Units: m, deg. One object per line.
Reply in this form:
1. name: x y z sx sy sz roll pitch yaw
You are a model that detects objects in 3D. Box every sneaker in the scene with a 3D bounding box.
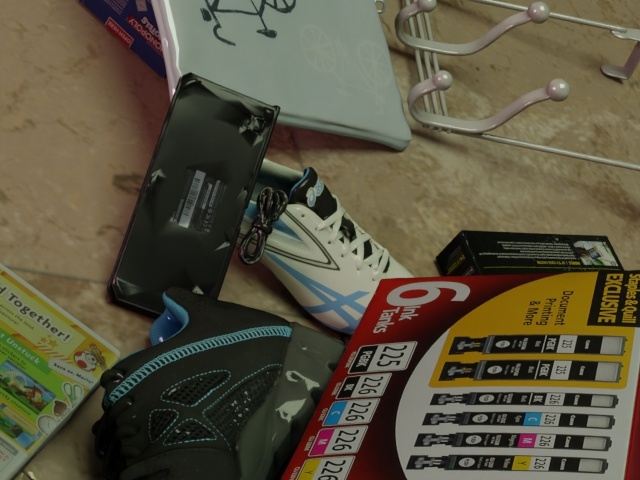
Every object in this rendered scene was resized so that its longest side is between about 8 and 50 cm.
1. sneaker: 0.000 0.000 1.217 0.237 0.086 0.085 34 38 -9
2. sneaker: -0.095 0.154 0.991 0.139 0.125 0.341 26 32 1

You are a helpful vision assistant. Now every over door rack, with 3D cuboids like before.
1. over door rack: 0.224 -0.177 1.533 0.324 0.108 0.239 18 43 -24

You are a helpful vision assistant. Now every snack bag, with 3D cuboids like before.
1. snack bag: -0.053 -0.238 1.347 0.323 0.037 0.343 4 66 -53

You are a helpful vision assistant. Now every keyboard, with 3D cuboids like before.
1. keyboard: -0.081 -0.023 1.154 0.108 0.023 0.180 21 79 -14

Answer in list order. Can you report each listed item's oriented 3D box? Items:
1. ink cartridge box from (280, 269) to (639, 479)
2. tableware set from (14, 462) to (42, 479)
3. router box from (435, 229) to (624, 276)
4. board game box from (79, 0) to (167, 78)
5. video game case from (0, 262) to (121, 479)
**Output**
1. ink cartridge box: 0.144 0.137 1.008 0.271 0.130 0.309 -3 23 16
2. tableware set: -0.257 0.125 0.951 0.141 0.020 0.168 49 41 11
3. router box: 0.200 0.058 1.348 0.179 0.046 0.133 2 53 -36
4. board game box: -0.140 -0.255 1.366 0.194 0.060 0.194 44 38 5
5. video game case: -0.264 0.062 0.978 0.227 0.026 0.206 36 35 3
